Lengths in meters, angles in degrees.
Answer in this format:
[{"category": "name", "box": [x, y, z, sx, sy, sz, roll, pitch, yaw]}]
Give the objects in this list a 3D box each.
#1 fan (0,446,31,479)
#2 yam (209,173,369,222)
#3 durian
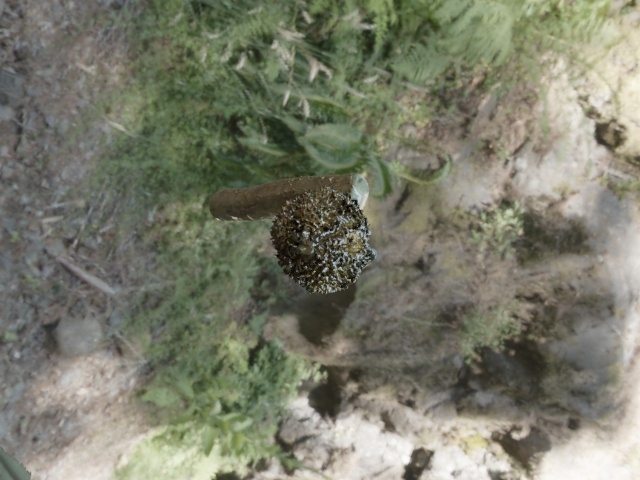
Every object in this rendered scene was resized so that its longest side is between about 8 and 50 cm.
[{"category": "fan", "box": [-0.416, 0.159, 0.749, 0.012, 0.415, 0.232, 18, 101, -52]}, {"category": "yam", "box": [-0.052, -0.064, 1.034, 0.066, 0.300, 0.066, 5, 84, -49]}, {"category": "durian", "box": [0.000, 0.000, 0.486, 0.080, 0.080, 0.091, -68, 163, 8]}]
